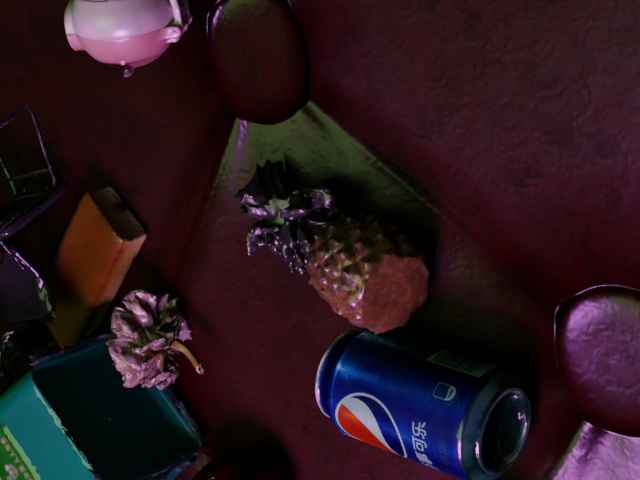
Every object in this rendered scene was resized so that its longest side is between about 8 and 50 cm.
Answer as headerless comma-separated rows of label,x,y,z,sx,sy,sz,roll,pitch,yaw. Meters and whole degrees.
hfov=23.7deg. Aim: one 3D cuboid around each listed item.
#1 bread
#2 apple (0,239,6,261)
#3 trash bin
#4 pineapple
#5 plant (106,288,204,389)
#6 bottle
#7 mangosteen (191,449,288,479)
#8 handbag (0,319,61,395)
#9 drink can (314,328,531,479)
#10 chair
bread,-0.283,0.039,1.852,0.088,0.049,0.226,50,134,17
apple,-0.473,0.022,1.975,0.153,0.120,0.153,12,108,41
trash bin,-0.330,0.301,1.863,0.381,0.295,0.259,-43,77,32
pineapple,0.000,0.000,1.538,0.237,0.111,0.119,37,97,38
plant,-0.183,0.117,1.753,0.122,0.104,0.117,5,93,36
bottle,-0.214,-0.291,1.598,0.147,0.147,0.237,15,124,39
mangosteen,-0.086,0.307,1.735,0.140,0.140,0.140,18,118,38
handbag,-0.381,0.136,1.917,0.072,0.115,0.139,50,149,20
drink can,0.099,0.157,1.492,0.204,0.118,0.118,16,117,40
chair,-0.375,-0.028,1.847,0.140,0.145,0.221,-8,119,52
